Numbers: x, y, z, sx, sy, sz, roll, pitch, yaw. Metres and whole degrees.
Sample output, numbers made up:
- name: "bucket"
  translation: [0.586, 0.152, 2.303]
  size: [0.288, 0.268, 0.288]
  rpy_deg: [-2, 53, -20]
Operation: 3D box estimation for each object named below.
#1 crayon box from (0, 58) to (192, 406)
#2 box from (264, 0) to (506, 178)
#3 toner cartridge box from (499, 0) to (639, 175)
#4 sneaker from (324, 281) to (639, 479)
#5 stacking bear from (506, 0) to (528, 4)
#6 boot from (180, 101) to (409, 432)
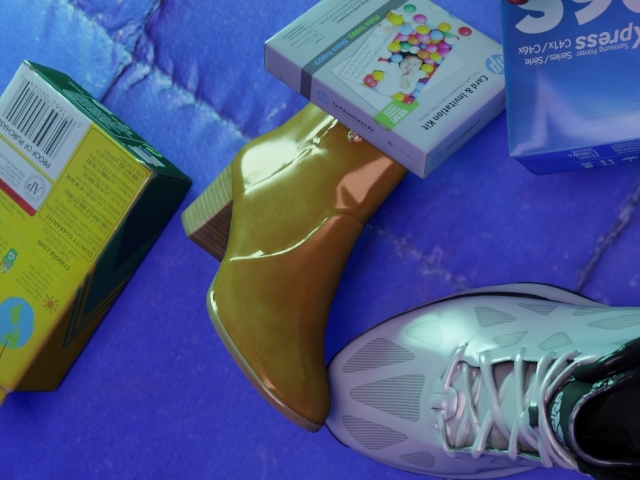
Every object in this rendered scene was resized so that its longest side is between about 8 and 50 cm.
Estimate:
- name: "crayon box"
  translation: [-0.297, 0.008, 1.370]
  size: [0.202, 0.081, 0.318]
  rpy_deg: [40, 102, 22]
- name: "box"
  translation: [0.066, -0.152, 1.193]
  size: [0.186, 0.038, 0.145]
  rpy_deg: [38, 60, 22]
- name: "toner cartridge box"
  translation: [0.313, -0.157, 1.028]
  size: [0.348, 0.075, 0.165]
  rpy_deg: [-8, 78, 23]
- name: "sneaker"
  translation: [0.168, 0.108, 1.048]
  size: [0.448, 0.257, 0.169]
  rpy_deg: [-5, 84, 25]
- name: "stacking bear"
  translation: [0.178, -0.311, 1.050]
  size: [0.164, 0.175, 0.289]
  rpy_deg: [1, 50, 32]
- name: "boot"
  translation: [0.000, 0.000, 1.187]
  size: [0.211, 0.104, 0.295]
  rpy_deg: [-39, 49, 13]
